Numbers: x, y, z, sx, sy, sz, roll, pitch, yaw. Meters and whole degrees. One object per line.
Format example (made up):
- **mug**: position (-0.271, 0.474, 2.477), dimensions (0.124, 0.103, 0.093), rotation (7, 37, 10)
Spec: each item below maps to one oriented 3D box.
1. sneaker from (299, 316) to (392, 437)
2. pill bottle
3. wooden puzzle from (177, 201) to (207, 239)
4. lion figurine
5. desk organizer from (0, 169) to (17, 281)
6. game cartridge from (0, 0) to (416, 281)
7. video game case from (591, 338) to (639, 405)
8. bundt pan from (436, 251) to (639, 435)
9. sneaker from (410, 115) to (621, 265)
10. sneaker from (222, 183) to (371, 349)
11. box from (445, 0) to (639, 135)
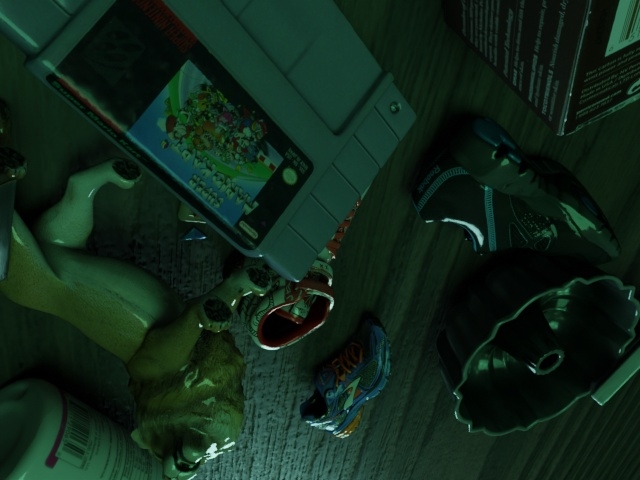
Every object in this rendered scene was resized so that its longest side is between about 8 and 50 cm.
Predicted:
- **sneaker**: position (0.037, 0.207, 0.878), dimensions (0.087, 0.083, 0.221), rotation (14, 114, -23)
- **pill bottle**: position (-0.297, 0.305, 0.741), dimensions (0.160, 0.160, 0.283), rotation (-35, 130, 2)
- **wooden puzzle**: position (-0.117, -0.048, 0.662), dimensions (0.078, 0.014, 0.116), rotation (1, 123, -25)
- **lion figurine**: position (-0.212, 0.064, 0.600), dimensions (0.392, 0.142, 0.240), rotation (44, 125, -3)
- **desk organizer**: position (-0.289, -0.012, 0.482), dimensions (0.047, 0.050, 0.130), rotation (-38, 166, -47)
- **game cartridge**: position (-0.074, -0.144, 0.509), dimensions (0.355, 0.068, 0.230), rotation (44, 71, -35)
- **video game case**: position (0.571, 0.205, 1.064), dimensions (0.204, 0.025, 0.285), rotation (-51, 154, 10)
- **bundt pan**: position (0.325, 0.151, 0.936), dimensions (0.330, 0.124, 0.331), rotation (-13, 129, -16)
- **sneaker**: position (0.269, -0.040, 0.793), dimensions (0.340, 0.125, 0.139), rotation (25, 126, -29)
- **sneaker**: position (0.000, 0.001, 0.664), dimensions (0.090, 0.145, 0.270), rotation (32, 107, -38)
- **box**: position (0.234, -0.243, 0.532), dimensions (0.168, 0.203, 0.167), rotation (-27, 147, -3)
